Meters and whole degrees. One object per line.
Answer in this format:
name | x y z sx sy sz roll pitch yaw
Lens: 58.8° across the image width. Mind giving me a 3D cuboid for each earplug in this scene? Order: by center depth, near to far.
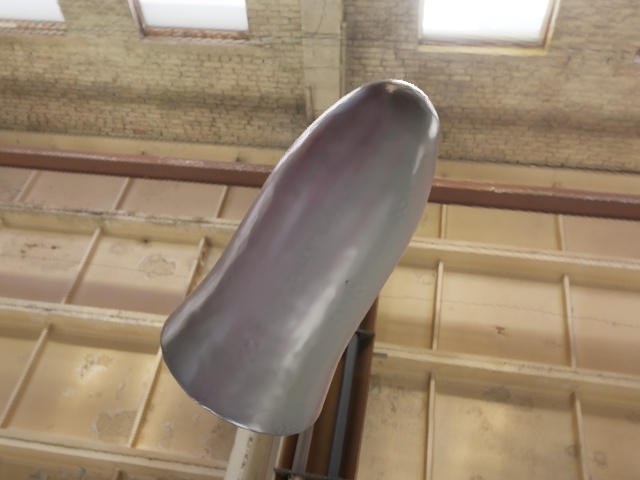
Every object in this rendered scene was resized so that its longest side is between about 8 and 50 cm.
earplug | 0.000 0.000 0.497 0.172 0.301 0.172 28 -161 -10
